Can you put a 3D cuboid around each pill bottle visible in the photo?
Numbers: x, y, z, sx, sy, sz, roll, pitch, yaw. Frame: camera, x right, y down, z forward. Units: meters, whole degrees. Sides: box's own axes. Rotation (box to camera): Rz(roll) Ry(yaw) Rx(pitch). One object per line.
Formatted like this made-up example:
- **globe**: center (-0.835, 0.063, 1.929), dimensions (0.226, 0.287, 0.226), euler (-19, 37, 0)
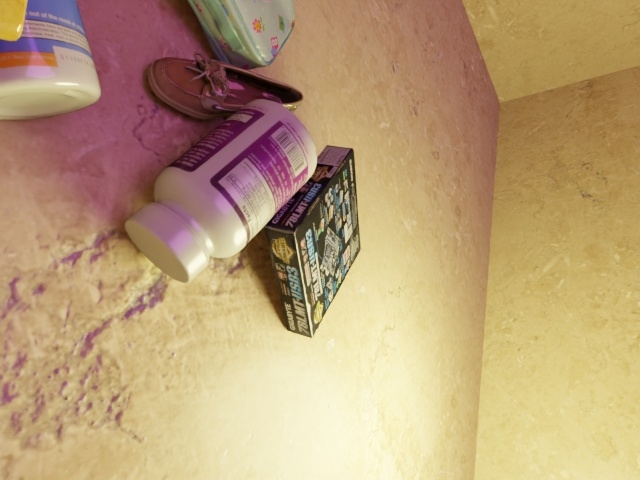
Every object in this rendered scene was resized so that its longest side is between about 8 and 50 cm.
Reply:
- **pill bottle**: center (-0.152, -0.080, 0.705), dimensions (0.301, 0.169, 0.169), euler (-49, 124, -30)
- **pill bottle**: center (-0.359, -0.286, 0.485), dimensions (0.152, 0.152, 0.272), euler (-22, 102, -53)

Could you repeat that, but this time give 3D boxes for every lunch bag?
- **lunch bag**: center (-0.160, -0.468, 0.798), dimensions (0.279, 0.107, 0.224), euler (59, 41, -45)

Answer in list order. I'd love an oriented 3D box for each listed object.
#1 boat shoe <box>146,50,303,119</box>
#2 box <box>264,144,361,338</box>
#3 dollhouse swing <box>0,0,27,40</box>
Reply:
- **boat shoe**: center (-0.160, -0.273, 0.784), dimensions (0.285, 0.089, 0.105), euler (-4, 78, -45)
- **box**: center (0.000, 0.000, 0.923), dimensions (0.293, 0.073, 0.296), euler (-56, 149, -41)
- **dollhouse swing**: center (-0.428, -0.211, 0.261), dimensions (0.347, 0.305, 0.315), euler (-11, 64, -56)
